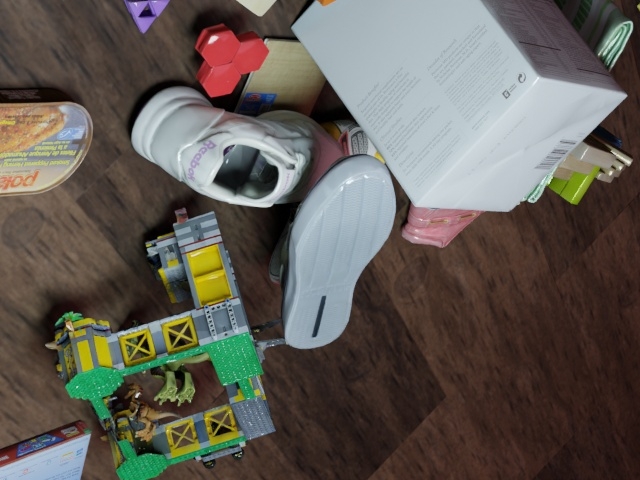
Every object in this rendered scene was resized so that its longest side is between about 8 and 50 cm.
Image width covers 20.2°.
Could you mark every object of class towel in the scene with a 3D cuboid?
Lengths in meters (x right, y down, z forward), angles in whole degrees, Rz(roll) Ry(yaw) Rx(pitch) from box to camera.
[{"bbox_3d":[0.258,-0.200,2.131,0.038,0.325,0.248,23,109,-16],"label":"towel"}]

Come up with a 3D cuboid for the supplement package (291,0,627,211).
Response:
[{"bbox_3d":[0.149,-0.195,1.948,0.199,0.263,0.198,-46,153,27],"label":"supplement package"}]

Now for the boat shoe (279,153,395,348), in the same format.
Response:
[{"bbox_3d":[0.000,0.000,1.971,0.109,0.094,0.302,-6,143,-23],"label":"boat shoe"}]

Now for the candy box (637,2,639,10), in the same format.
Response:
[{"bbox_3d":[0.517,-0.325,2.560,0.105,0.027,0.206,-48,149,2],"label":"candy box"}]

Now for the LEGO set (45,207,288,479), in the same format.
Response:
[{"bbox_3d":[-0.176,0.110,2.029,0.255,0.192,0.331,-21,147,6],"label":"LEGO set"}]

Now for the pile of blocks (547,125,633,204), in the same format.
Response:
[{"bbox_3d":[0.316,-0.102,2.335,0.113,0.149,0.362,-59,173,14],"label":"pile of blocks"}]

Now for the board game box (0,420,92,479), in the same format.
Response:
[{"bbox_3d":[-0.390,0.306,2.048,0.281,0.027,0.145,-17,134,-43],"label":"board game box"}]

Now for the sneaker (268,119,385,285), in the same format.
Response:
[{"bbox_3d":[-0.011,-0.048,2.129,0.092,0.088,0.225,12,111,-39],"label":"sneaker"}]

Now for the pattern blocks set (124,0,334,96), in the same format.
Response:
[{"bbox_3d":[-0.056,-0.315,1.774,0.325,0.026,0.285,-42,138,4],"label":"pattern blocks set"}]

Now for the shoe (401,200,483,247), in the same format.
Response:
[{"bbox_3d":[0.182,-0.044,2.392,0.178,0.063,0.081,-10,132,-40],"label":"shoe"}]

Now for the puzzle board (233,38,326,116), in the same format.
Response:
[{"bbox_3d":[-0.038,-0.181,2.007,0.128,0.011,0.096,-4,127,-50],"label":"puzzle board"}]

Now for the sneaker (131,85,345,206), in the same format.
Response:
[{"bbox_3d":[-0.064,-0.074,1.933,0.305,0.152,0.114,7,115,-50],"label":"sneaker"}]

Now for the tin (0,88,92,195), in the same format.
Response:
[{"bbox_3d":[-0.303,-0.094,1.731,0.189,0.040,0.106,-6,123,-50],"label":"tin"}]
